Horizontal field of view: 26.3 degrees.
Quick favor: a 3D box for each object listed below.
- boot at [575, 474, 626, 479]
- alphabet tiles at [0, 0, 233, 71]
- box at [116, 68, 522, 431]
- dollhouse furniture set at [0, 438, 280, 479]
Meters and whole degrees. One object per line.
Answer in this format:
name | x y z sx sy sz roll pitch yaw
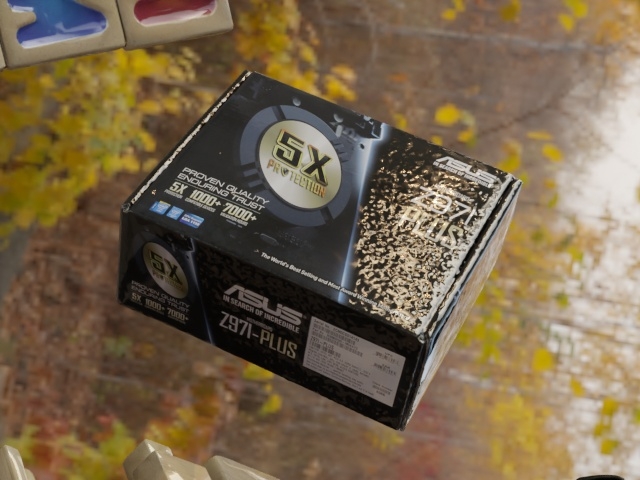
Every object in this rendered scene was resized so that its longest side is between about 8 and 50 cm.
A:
boot | 0.239 0.321 1.484 0.161 0.247 0.083 56 30 -31
alphabet tiles | -0.163 -0.208 0.558 0.011 0.343 0.285 -5 -80 56
box | 0.000 0.000 0.765 0.147 0.180 0.077 -53 162 -44
dollhouse furniture set | -0.091 0.177 0.603 0.151 0.144 0.123 32 19 -44
